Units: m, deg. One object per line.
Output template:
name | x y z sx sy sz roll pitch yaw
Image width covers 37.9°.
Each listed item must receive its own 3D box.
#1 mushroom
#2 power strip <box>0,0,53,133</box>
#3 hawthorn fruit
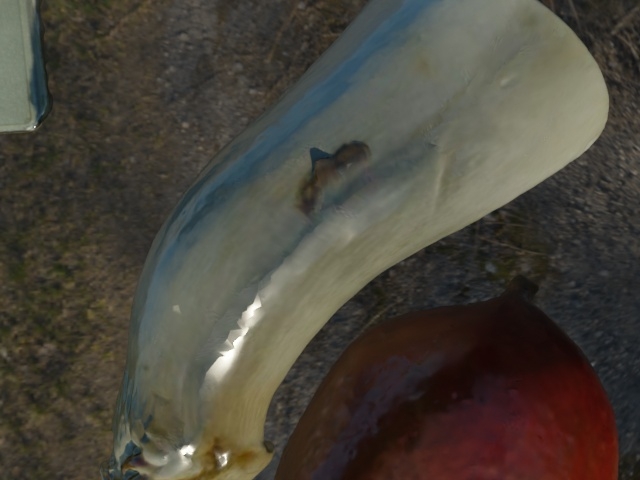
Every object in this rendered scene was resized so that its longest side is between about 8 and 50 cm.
mushroom | -0.001 0.001 0.573 0.397 0.126 0.177 -42 113 -3
power strip | -0.337 -0.182 0.784 0.213 0.064 0.198 -5 94 -5
hawthorn fruit | 0.099 0.198 0.732 0.295 0.295 0.311 39 122 21
